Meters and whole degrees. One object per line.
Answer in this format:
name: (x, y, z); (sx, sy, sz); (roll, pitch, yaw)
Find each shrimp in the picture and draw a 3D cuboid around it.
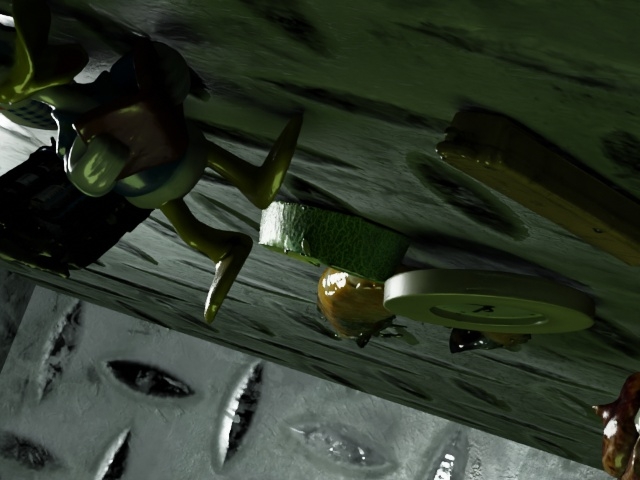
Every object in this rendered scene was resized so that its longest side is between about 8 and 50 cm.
shrimp: (0.117, 0.095, 2.502); (0.272, 0.085, 0.445); (16, 168, -7)

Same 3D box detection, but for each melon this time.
melon: (0.000, 0.000, 2.223); (0.118, 0.064, 0.209); (18, 175, -29)

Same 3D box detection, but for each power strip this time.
power strip: (0.200, -0.039, 1.590); (0.305, 0.044, 0.064); (26, 170, -40)

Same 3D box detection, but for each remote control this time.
remote control: (-0.234, -0.057, 1.912); (0.145, 0.062, 0.399); (19, -161, 6)

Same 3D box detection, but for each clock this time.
clock: (0.186, 0.069, 2.143); (0.235, 0.029, 0.235); (6, 169, 1)

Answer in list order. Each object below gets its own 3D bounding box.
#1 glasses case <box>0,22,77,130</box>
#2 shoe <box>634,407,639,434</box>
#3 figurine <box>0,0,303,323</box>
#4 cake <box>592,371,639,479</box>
glasses case: (-0.340, -0.178, 1.854); (0.125, 0.076, 0.327); (13, 170, 28)
shoe: (0.434, 0.115, 1.783); (0.316, 0.159, 0.124); (-10, -140, -36)
figurine: (-0.201, -0.094, 1.691); (0.338, 0.204, 0.283); (25, 174, 0)
cake: (0.453, 0.238, 2.229); (0.293, 0.196, 0.199); (24, 170, 9)
